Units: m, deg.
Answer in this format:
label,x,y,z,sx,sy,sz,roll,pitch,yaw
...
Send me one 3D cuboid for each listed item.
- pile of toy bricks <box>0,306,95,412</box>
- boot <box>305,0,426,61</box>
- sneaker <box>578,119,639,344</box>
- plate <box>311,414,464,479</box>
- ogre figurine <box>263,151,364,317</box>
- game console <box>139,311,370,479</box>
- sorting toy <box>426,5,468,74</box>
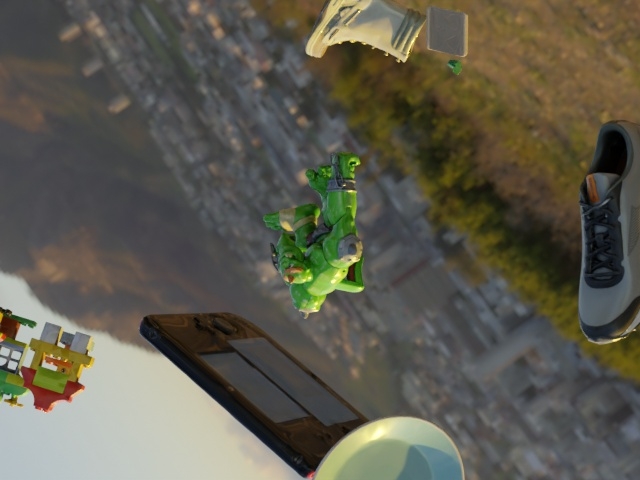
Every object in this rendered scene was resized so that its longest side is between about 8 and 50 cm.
label,x,y,z,sx,sy,sz,roll,pitch,yaw
pile of toy bricks,-0.328,0.120,1.314,0.212,0.105,0.118,17,169,4
boot,0.073,-0.342,2.212,0.165,0.077,0.213,26,150,-6
sneaker,0.337,-0.013,1.552,0.108,0.272,0.100,24,161,-37
plate,0.063,0.264,1.368,0.188,0.188,0.024,58,165,-27
ogre figurine,0.000,0.000,1.453,0.096,0.197,0.118,18,-131,-40
game console,-0.082,0.243,2.178,0.386,0.060,0.342,38,-172,21
sorting toy,0.162,-0.253,1.695,0.062,0.012,0.083,18,121,39
